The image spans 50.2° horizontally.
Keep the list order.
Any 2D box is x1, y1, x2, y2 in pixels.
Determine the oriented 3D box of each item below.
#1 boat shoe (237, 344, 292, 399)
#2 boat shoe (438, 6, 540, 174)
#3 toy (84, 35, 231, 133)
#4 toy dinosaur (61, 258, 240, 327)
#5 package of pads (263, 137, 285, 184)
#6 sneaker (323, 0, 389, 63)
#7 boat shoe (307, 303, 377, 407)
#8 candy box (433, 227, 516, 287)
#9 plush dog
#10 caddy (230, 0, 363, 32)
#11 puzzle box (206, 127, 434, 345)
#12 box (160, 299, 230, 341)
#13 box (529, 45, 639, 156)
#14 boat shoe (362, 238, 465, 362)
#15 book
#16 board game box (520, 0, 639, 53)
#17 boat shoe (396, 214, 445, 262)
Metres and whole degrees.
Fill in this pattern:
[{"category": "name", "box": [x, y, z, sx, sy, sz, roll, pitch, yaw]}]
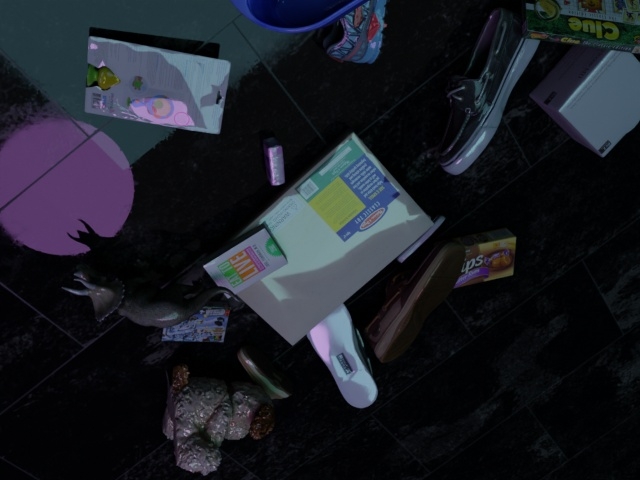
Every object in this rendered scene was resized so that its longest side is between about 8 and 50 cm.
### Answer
[{"category": "boat shoe", "box": [-0.143, 0.315, 1.582, 0.072, 0.068, 0.190, -27, 123, 17]}, {"category": "boat shoe", "box": [0.305, -0.299, 1.361, 0.119, 0.121, 0.335, 22, 99, -19]}, {"category": "toy", "box": [-0.287, -0.277, 1.207, 0.237, 0.056, 0.137, 6, 120, -15]}, {"category": "toy dinosaur", "box": [-0.321, 0.122, 1.335, 0.314, 0.160, 0.121, 17, 119, 0]}, {"category": "package of pads", "box": [-0.091, -0.155, 1.340, 0.032, 0.050, 0.083, -11, 120, -12]}, {"category": "sneaker", "box": [0.056, -0.438, 1.198, 0.125, 0.104, 0.261, -4, 119, -13]}, {"category": "boat shoe", "box": [0.048, 0.236, 1.576, 0.108, 0.102, 0.301, -26, 101, 7]}, {"category": "candy box", "box": [0.357, 0.043, 1.592, 0.187, 0.053, 0.109, -11, 121, -13]}, {"category": "plush dog", "box": [-0.216, 0.367, 1.505, 0.225, 0.262, 0.210, 1, 96, -22]}, {"category": "caddy", "box": [0.003, -0.471, 1.059, 0.341, 0.179, 0.241, -29, 98, 13]}, {"category": "puzzle box", "box": [0.000, 0.000, 1.426, 0.409, 0.052, 0.272, -41, 110, 8]}, {"category": "box", "box": [-0.271, 0.174, 1.480, 0.137, 0.027, 0.094, 5, 118, -20]}, {"category": "box", "box": [0.574, -0.306, 1.426, 0.182, 0.119, 0.181, 33, 104, -30]}, {"category": "boat shoe", "box": [0.196, 0.119, 1.541, 0.123, 0.123, 0.342, -6, 133, -43]}, {"category": "book", "box": [-0.151, 0.043, 1.377, 0.144, 0.035, 0.096, -31, 116, 3]}, {"category": "board game box", "box": [0.510, -0.433, 1.308, 0.260, 0.030, 0.136, 5, 73, -7]}, {"category": "boat shoe", "box": [0.217, -0.011, 1.522, 0.142, 0.049, 0.040, -44, 83, 3]}]
